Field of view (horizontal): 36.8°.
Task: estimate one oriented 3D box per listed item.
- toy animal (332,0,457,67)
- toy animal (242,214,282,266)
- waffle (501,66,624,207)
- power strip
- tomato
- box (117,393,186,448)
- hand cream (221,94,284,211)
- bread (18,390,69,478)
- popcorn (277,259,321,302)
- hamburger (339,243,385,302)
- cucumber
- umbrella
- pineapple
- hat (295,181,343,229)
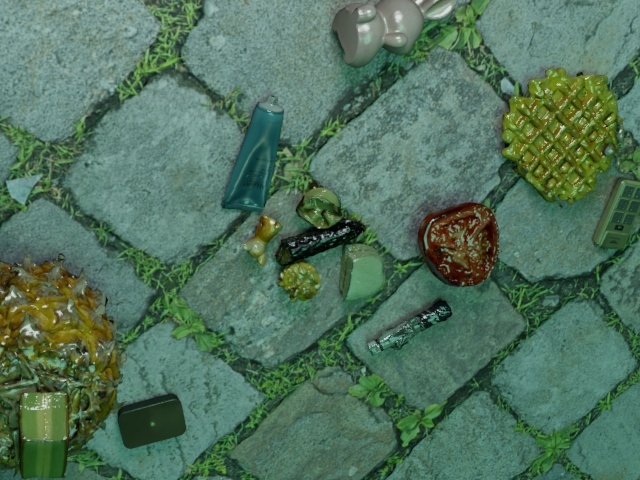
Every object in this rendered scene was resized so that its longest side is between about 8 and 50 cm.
[{"bbox_3d":[0.134,-0.366,1.644,0.212,0.124,0.124,-16,120,-20],"label":"toy animal"},{"bbox_3d":[-0.104,0.001,1.760,0.060,0.081,0.083,32,81,-32],"label":"toy animal"},{"bbox_3d":[0.467,-0.203,1.877,0.262,0.060,0.281,-5,115,-14],"label":"waffle"},{"bbox_3d":[0.630,-0.049,2.027,0.076,0.028,0.169,7,112,-24],"label":"power strip"},{"bbox_3d":[0.262,0.007,1.888,0.166,0.082,0.174,-19,116,-15],"label":"tomato"},{"bbox_3d":[-0.328,0.349,1.872,0.126,0.031,0.091,-14,119,-12],"label":"box"},{"bbox_3d":[-0.113,-0.151,1.701,0.083,0.048,0.224,4,118,-25],"label":"hand cream"},{"bbox_3d":[-0.425,0.302,1.478,0.074,0.084,0.139,0,143,-16],"label":"bread"},{"bbox_3d":[-0.041,0.076,1.827,0.083,0.057,0.082,-12,117,-11],"label":"popcorn"},{"bbox_3d":[0.085,0.064,1.872,0.084,0.054,0.121,-4,119,-23],"label":"hamburger"},{"bbox_3d":[0.000,0.000,1.809,0.181,0.053,0.053,-18,120,-12],"label":"cucumber"},{"bbox_3d":[0.184,0.183,1.966,0.188,0.046,0.050,-28,82,-5],"label":"umbrella"},{"bbox_3d":[-0.494,0.209,1.596,0.352,0.300,0.353,-5,113,-12],"label":"pineapple"},{"bbox_3d":[0.002,-0.065,1.772,0.077,0.059,0.076,37,133,-21],"label":"hat"}]
